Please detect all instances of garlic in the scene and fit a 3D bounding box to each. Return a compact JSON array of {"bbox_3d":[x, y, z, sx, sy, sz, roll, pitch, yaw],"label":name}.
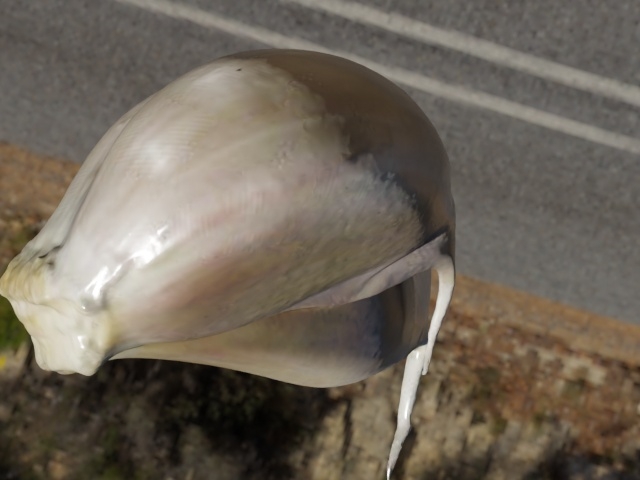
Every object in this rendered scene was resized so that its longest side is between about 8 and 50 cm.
[{"bbox_3d":[0.000,0.000,0.853,0.340,0.246,0.231,24,156,-34],"label":"garlic"}]
